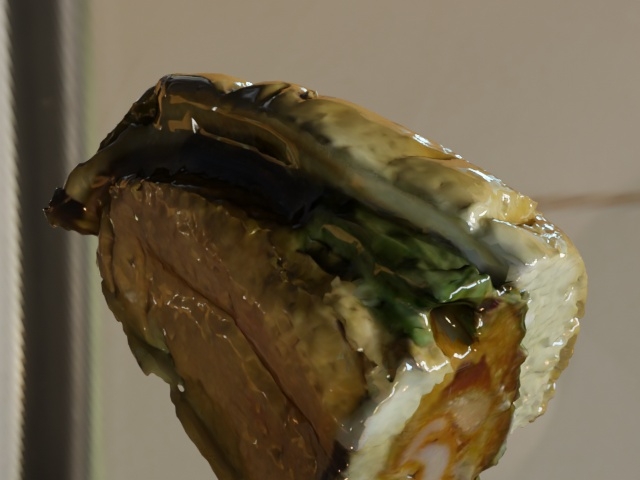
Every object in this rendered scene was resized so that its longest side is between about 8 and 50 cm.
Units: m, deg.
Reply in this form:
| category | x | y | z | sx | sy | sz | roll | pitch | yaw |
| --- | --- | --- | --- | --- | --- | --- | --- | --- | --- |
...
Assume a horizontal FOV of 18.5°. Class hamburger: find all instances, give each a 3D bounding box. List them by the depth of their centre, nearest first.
| category | x | y | z | sx | sy | sz | roll | pitch | yaw |
| --- | --- | --- | --- | --- | --- | --- | --- | --- | --- |
| hamburger | 0.000 | 0.000 | 0.760 | 0.135 | 0.155 | 0.208 | -18 | -130 | -36 |
